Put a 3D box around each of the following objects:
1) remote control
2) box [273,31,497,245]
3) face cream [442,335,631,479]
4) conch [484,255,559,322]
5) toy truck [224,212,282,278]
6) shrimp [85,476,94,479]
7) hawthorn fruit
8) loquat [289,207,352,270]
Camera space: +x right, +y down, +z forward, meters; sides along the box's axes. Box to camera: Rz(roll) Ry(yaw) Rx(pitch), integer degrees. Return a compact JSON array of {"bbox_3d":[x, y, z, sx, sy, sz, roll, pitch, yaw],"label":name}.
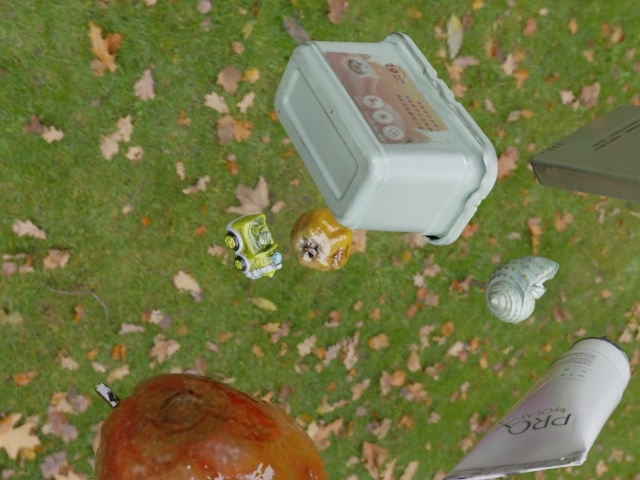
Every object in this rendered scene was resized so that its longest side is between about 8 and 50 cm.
[{"bbox_3d":[0.286,-0.071,0.614,0.123,0.285,0.038,-29,103,-4],"label":"remote control"},{"bbox_3d":[0.071,-0.144,1.001,0.183,0.311,0.175,-4,139,-32],"label":"box"},{"bbox_3d":[0.177,0.127,0.543,0.244,0.092,0.058,-12,81,-57],"label":"face cream"},{"bbox_3d":[0.372,0.081,1.372,0.153,0.102,0.135,-41,167,-40],"label":"conch"},{"bbox_3d":[-0.103,0.010,1.222,0.076,0.077,0.111,-33,105,-44],"label":"toy truck"},{"bbox_3d":[-0.336,0.411,0.936,0.287,0.063,0.152,-32,116,-53],"label":"shrimp"},{"bbox_3d":[-0.125,0.231,0.732,0.224,0.261,0.224,-43,167,-13],"label":"hawthorn fruit"},{"bbox_3d":[0.000,0.000,1.432,0.137,0.113,0.137,27,57,-52],"label":"loquat"}]
